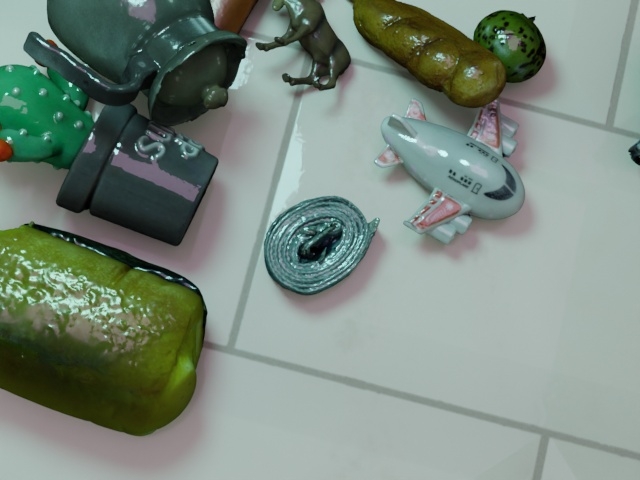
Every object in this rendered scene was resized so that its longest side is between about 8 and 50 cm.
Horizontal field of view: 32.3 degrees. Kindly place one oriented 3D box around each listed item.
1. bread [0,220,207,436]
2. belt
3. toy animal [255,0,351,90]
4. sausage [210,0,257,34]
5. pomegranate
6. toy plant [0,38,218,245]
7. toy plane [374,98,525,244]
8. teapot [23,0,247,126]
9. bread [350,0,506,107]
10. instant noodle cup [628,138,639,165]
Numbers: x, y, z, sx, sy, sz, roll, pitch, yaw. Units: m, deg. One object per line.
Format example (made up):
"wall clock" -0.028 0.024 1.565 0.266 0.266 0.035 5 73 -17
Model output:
"bread" -0.345 0.122 1.582 0.376 0.208 0.251 23 83 -3
"belt" -0.007 0.006 1.680 0.147 0.082 0.163 30 80 -2
"toy animal" -0.025 -0.349 1.733 0.214 0.093 0.186 51 60 -21
"sausage" -0.130 -0.417 1.748 0.097 0.094 0.348 28 79 5
"pomegranate" 0.282 -0.294 1.745 0.161 0.122 0.122 -38 83 14
"toy plant" -0.355 -0.150 1.635 0.400 0.185 0.280 26 57 -6
"toy plane" 0.203 -0.118 1.701 0.252 0.118 0.252 1 81 -5
"teapot" -0.242 -0.293 1.560 0.223 0.305 0.285 -46 76 12
"bread" 0.148 -0.307 1.715 0.344 0.124 0.084 39 121 32
"instant noodle cup" 0.604 -0.253 1.701 0.302 0.258 0.182 -18 63 21
